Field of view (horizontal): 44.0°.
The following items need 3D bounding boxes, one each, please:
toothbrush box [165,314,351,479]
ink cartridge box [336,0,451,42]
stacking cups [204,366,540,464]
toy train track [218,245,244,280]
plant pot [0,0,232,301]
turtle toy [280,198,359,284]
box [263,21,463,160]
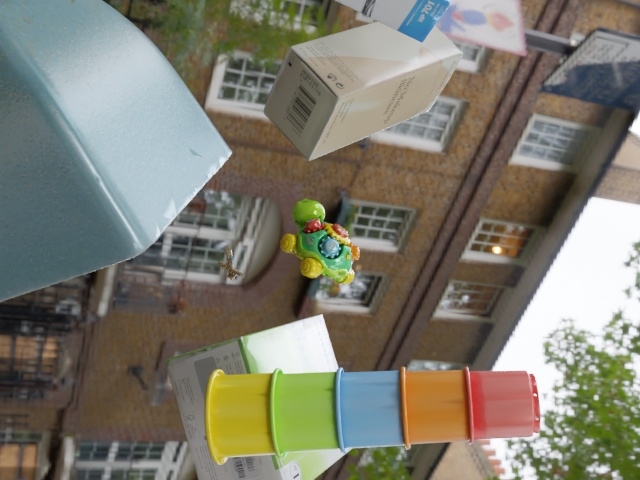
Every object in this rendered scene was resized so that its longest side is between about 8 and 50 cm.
[{"bbox_3d":[-0.068,0.227,1.096,0.283,0.122,0.206,1,71,-70],"label":"toothbrush box"},{"bbox_3d":[0.084,-0.381,1.104,0.082,0.191,0.139,-49,-156,48],"label":"ink cartridge box"},{"bbox_3d":[0.050,0.161,0.772,0.096,0.316,0.096,-6,90,-81],"label":"stacking cups"},{"bbox_3d":[-0.142,0.038,1.216,0.014,0.048,0.083,-55,162,-31],"label":"toy train track"},{"bbox_3d":[-0.287,-0.115,0.812,0.248,0.252,0.247,-17,-157,24],"label":"plant pot"},{"bbox_3d":[0.000,0.000,1.035,0.066,0.095,0.130,-53,-126,17],"label":"turtle toy"},{"bbox_3d":[0.074,-0.259,1.291,0.121,0.311,0.148,49,-39,17],"label":"box"}]
